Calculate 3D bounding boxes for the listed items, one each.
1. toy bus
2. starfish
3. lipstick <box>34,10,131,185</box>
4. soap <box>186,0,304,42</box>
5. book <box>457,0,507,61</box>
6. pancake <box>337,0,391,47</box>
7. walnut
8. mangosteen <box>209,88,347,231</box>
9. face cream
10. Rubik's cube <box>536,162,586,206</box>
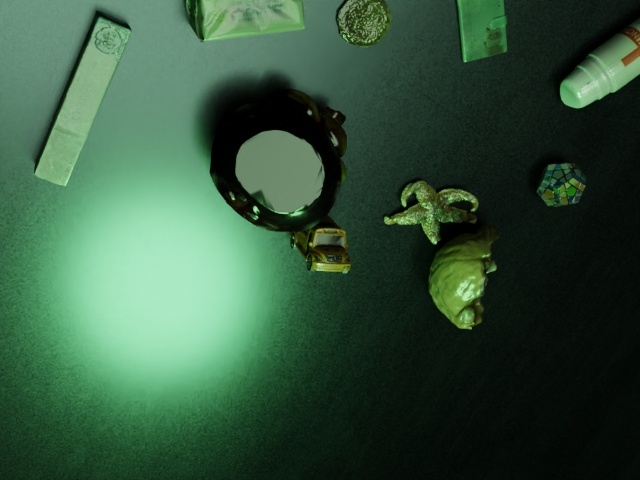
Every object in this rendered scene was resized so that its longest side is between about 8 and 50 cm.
[{"bbox_3d":[0.000,0.000,1.799,0.083,0.194,0.088,3,109,-19],"label":"toy bus"},{"bbox_3d":[0.241,-0.066,1.938,0.210,0.053,0.150,-14,104,-6],"label":"starfish"},{"bbox_3d":[-0.438,-0.257,1.619,0.066,0.068,0.317,20,106,-25],"label":"lipstick"},{"bbox_3d":[-0.141,-0.466,1.579,0.200,0.138,0.182,-10,117,-13],"label":"soap"},{"bbox_3d":[0.334,-0.442,1.806,0.103,0.017,0.135,-15,117,-10],"label":"book"},{"bbox_3d":[0.087,-0.432,1.736,0.115,0.011,0.114,-7,115,-15],"label":"pancake"},{"bbox_3d":[0.309,0.075,1.937,0.141,0.204,0.238,13,103,11],"label":"walnut"},{"bbox_3d":[-0.067,-0.157,1.687,0.288,0.233,0.287,0,96,-2],"label":"mangosteen"},{"bbox_3d":[0.665,-0.405,1.879,0.346,0.102,0.102,-36,118,-1],"label":"face cream"},{"bbox_3d":[0.536,-0.124,1.966,0.111,0.111,0.093,-39,146,2],"label":"Rubik's cube"}]
